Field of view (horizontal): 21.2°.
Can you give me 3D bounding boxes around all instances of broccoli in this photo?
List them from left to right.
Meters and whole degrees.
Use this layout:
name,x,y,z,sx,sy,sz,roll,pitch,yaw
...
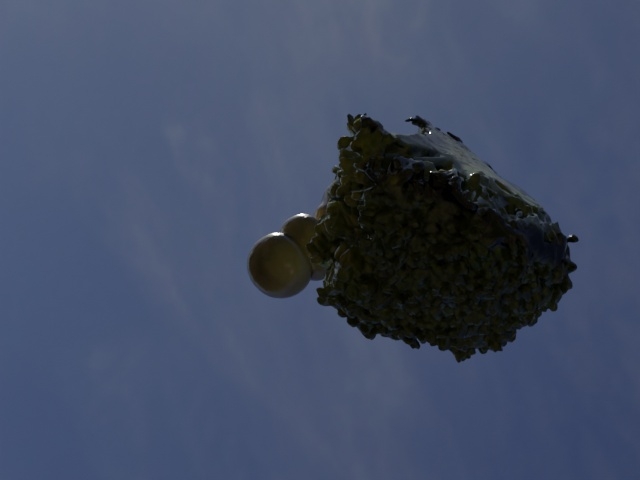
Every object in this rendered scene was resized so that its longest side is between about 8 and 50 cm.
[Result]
name,x,y,z,sx,sy,sz,roll,pitch,yaw
broccoli,0.092,0.006,1.536,0.180,0.242,0.273,-58,-162,11

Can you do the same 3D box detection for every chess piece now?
name,x,y,z,sx,sy,sz,roll,pitch,yaw
chess piece,0.000,0.000,1.778,0.094,0.170,0.094,36,-37,33
